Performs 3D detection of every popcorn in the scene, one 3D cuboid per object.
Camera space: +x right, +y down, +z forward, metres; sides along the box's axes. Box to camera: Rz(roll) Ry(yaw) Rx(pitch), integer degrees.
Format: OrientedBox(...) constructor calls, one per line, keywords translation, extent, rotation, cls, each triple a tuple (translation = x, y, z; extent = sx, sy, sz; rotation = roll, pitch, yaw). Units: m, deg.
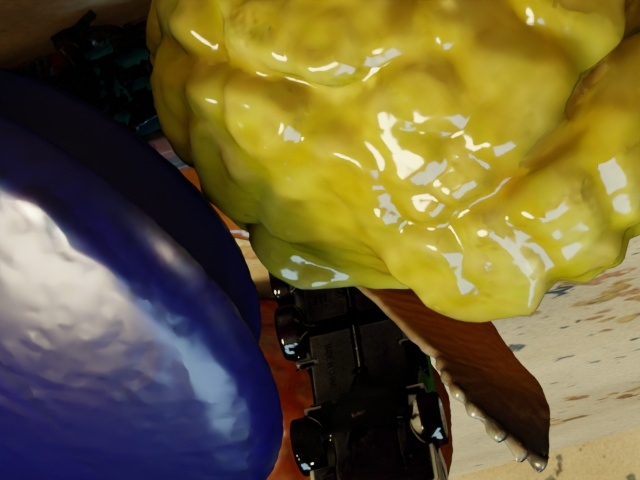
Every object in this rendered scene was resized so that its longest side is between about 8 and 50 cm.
OrientedBox(translation=(0.046, -0.076, 0.792), extent=(0.226, 0.200, 0.203), rotation=(-21, -156, 40), cls="popcorn")

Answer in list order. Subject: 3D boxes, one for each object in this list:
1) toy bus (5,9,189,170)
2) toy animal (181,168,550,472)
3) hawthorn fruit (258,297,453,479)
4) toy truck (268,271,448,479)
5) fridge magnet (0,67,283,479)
OrientedBox(translation=(-0.134, -0.047, 0.938), extent=(0.235, 0.073, 0.096), rotation=(-16, 166, 21), cls="toy bus")
OrientedBox(translation=(-0.002, 0.002, 1.150), extent=(0.284, 0.225, 0.302), rotation=(10, 174, -9), cls="toy animal")
OrientedBox(translation=(-0.025, 0.161, 1.480), extent=(0.258, 0.258, 0.262), rotation=(-19, 160, 26), cls="hawthorn fruit")
OrientedBox(translation=(0.033, 0.094, 1.322), extent=(0.101, 0.242, 0.125), rotation=(-13, 141, 7), cls="toy truck")
OrientedBox(translation=(-0.131, 0.025, 0.817), extent=(0.265, 0.113, 0.265), rotation=(23, 147, 16), cls="fridge magnet")
